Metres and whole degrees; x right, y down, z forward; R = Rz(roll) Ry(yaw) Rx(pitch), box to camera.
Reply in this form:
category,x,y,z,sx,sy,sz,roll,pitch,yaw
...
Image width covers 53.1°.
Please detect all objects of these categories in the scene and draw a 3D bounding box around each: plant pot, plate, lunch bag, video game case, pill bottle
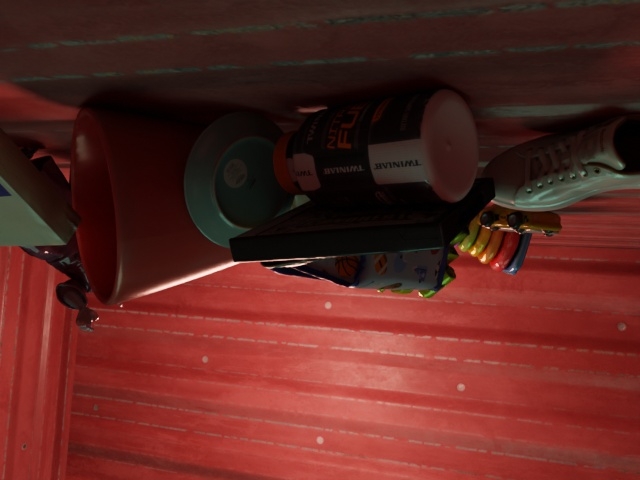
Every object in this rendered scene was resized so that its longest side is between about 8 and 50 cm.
category,x,y,z,sx,sy,sz,roll,pitch,yaw
plant pot,-0.214,-0.057,0.942,0.243,0.274,0.275,-7,-178,-32
plate,-0.097,-0.079,0.865,0.188,0.188,0.024,7,-175,-44
lunch bag,0.043,-0.020,1.404,0.386,0.238,0.328,17,-174,40
video game case,0.062,-0.030,0.831,0.275,0.035,0.248,-5,-166,29
pill bottle,0.056,-0.104,0.786,0.246,0.130,0.131,-1,174,41

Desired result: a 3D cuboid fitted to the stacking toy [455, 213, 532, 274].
category,x,y,z,sx,sy,sz,roll,pitch,yaw
stacking toy,0.413,-0.025,1.760,0.302,0.165,0.175,18,180,-1

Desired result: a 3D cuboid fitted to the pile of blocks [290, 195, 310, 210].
category,x,y,z,sx,sy,sz,roll,pitch,yaw
pile of blocks,-0.158,-0.113,1.158,0.363,0.148,0.112,-4,146,2

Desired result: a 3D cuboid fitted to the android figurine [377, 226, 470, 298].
category,x,y,z,sx,sy,sz,roll,pitch,yaw
android figurine,0.215,0.017,1.501,0.056,0.248,0.273,12,133,-47

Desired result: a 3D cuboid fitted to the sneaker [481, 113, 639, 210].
category,x,y,z,sx,sy,sz,roll,pitch,yaw
sneaker,0.330,-0.110,0.808,0.290,0.105,0.123,-8,161,34

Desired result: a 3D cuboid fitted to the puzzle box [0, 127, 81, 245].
category,x,y,z,sx,sy,sz,roll,pitch,yaw
puzzle box,-0.575,-0.094,0.912,0.409,0.052,0.272,-1,139,25

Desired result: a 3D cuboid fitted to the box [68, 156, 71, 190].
category,x,y,z,sx,sy,sz,roll,pitch,yaw
box,-0.419,-0.130,1.174,0.052,0.083,0.062,-2,173,44

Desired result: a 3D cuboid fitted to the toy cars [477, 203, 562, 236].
category,x,y,z,sx,sy,sz,roll,pitch,yaw
toy cars,0.457,-0.062,1.463,0.177,0.087,0.394,7,-179,19

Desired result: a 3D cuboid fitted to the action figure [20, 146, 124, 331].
category,x,y,z,sx,sy,sz,roll,pitch,yaw
action figure,-0.509,0.019,1.268,0.276,0.248,0.370,5,140,35

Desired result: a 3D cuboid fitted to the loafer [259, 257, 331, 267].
category,x,y,z,sx,sy,sz,roll,pitch,yaw
loafer,0.000,0.000,1.160,0.268,0.096,0.084,-23,-176,37
